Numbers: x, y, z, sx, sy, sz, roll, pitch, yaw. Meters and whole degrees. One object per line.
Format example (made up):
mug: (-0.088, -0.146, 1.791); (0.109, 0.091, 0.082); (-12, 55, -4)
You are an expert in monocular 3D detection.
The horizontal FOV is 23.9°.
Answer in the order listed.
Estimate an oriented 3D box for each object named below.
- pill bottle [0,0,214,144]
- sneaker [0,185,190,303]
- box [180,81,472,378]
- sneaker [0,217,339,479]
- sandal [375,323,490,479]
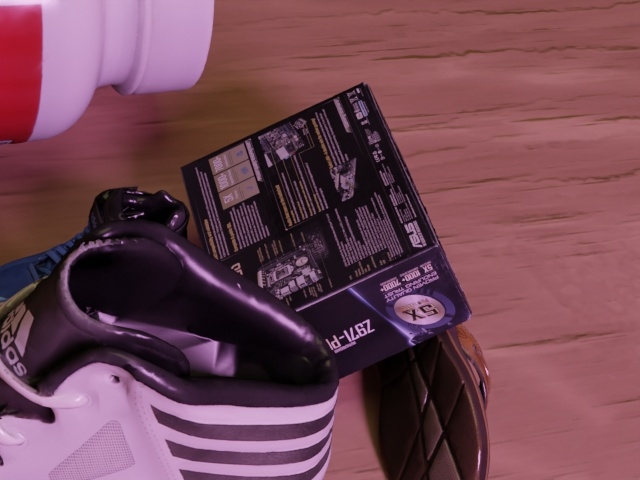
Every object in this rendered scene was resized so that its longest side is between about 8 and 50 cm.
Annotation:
pill bottle: (-0.292, -0.175, 1.051); (0.408, 0.229, 0.229); (-7, 49, -21)
sneaker: (-0.159, 0.005, 1.015); (0.152, 0.084, 0.058); (-11, 51, -24)
box: (0.000, 0.000, 1.013); (0.147, 0.077, 0.180); (-25, 43, 4)
sneaker: (-0.204, 0.078, 0.811); (0.447, 0.257, 0.169); (2, 47, -13)
sandal: (0.075, 0.091, 1.015); (0.060, 0.090, 0.219); (18, 33, -30)
